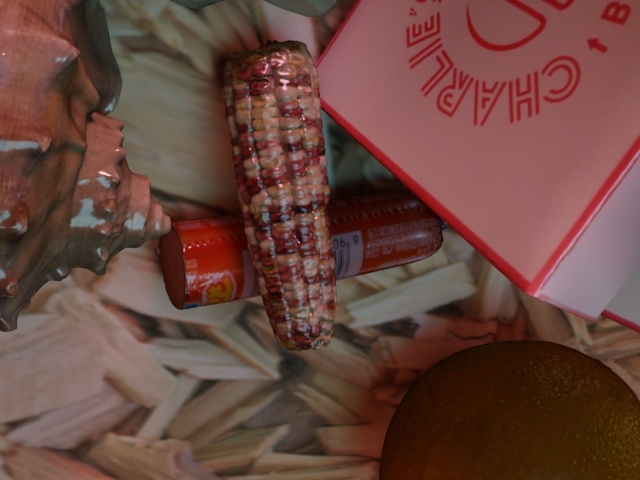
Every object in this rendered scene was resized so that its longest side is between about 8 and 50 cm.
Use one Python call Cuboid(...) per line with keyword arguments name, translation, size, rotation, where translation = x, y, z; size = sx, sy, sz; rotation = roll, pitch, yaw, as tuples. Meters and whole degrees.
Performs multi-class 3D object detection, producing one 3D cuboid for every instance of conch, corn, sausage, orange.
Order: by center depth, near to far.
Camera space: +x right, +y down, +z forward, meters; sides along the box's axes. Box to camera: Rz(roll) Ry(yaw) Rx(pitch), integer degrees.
Cuboid(name="conch", translation=(-0.229, -0.079, 0.696), size=(0.324, 0.186, 0.263), rotation=(20, 91, -40))
Cuboid(name="corn", translation=(-0.028, -0.033, 0.855), size=(0.079, 0.079, 0.237), rotation=(-12, 101, -24))
Cuboid(name="sausage", translation=(0.000, 0.000, 0.947), size=(0.274, 0.074, 0.074), rotation=(-11, 125, -25))
Cuboid(name="orange", translation=(0.193, 0.226, 1.091), size=(0.274, 0.274, 0.274), rotation=(-16, 127, -22))

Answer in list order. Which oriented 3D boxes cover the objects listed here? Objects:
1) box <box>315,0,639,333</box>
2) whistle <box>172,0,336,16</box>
Cuboid(name="box", translation=(0.233, -0.124, 0.844), size=(0.300, 0.314, 0.312), rotation=(22, 107, -42))
Cuboid(name="whistle", translation=(-0.088, -0.209, 0.737), size=(0.244, 0.110, 0.092), rotation=(19, 75, -37))
